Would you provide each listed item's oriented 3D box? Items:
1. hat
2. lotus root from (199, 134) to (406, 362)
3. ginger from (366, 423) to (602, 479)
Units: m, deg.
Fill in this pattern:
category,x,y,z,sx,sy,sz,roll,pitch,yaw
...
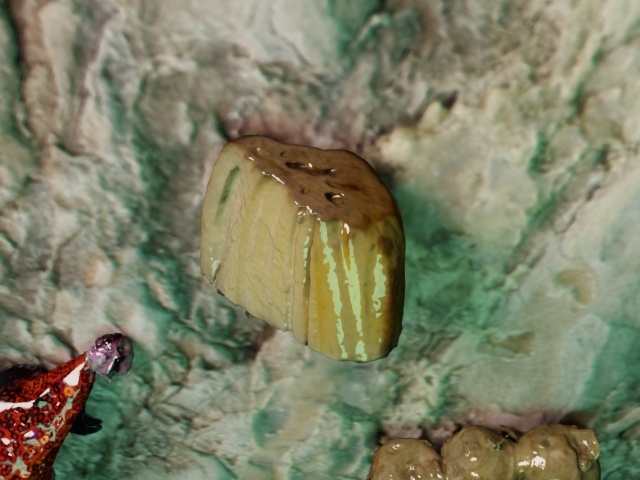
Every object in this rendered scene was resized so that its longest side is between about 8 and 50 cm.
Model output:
category,x,y,z,sx,sy,sz,roll,pitch,yaw
hat,-0.241,0.144,0.794,0.140,0.129,0.227,41,109,-15
lotus root,-0.001,-0.001,0.629,0.159,0.095,0.135,33,138,26
ginger,0.142,0.207,0.851,0.204,0.080,0.104,-3,143,2
